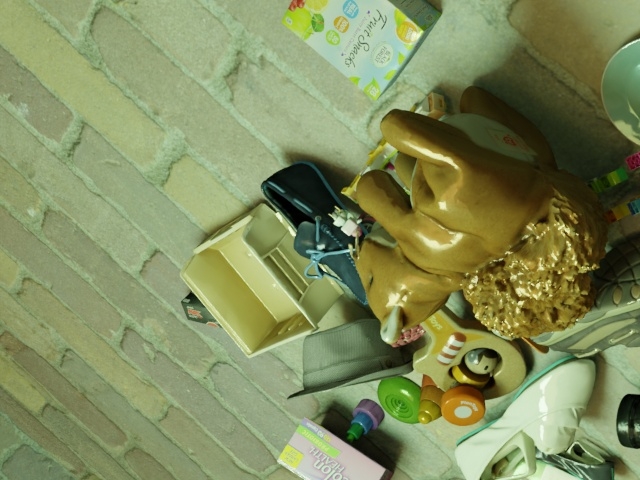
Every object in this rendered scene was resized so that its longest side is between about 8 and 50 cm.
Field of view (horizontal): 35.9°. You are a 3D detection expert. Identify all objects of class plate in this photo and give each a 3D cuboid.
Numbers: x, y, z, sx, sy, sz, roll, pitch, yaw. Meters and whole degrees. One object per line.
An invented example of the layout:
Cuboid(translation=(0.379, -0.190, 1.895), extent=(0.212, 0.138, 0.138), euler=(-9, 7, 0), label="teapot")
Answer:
Cuboid(translation=(0.484, -0.204, 1.373), extent=(0.188, 0.024, 0.188), euler=(23, 138, 23), label="plate")

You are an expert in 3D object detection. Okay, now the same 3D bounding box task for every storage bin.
Cuboid(translation=(-0.130, 0.086, 2.077), extent=(0.260, 0.123, 0.262), euler=(51, 141, -9), label="storage bin")

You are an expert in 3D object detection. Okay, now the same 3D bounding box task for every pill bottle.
Cuboid(translation=(0.616, 0.313, 1.648), extent=(0.219, 0.123, 0.123), euler=(0, 124, 40), label="pill bottle")

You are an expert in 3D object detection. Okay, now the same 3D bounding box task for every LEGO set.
Cuboid(translation=(0.459, -0.076, 1.456), extent=(0.087, 0.093, 0.227), euler=(65, 156, 4), label="LEGO set")
Cuboid(translation=(0.139, -0.121, 1.674), extent=(0.107, 0.132, 0.287), euler=(37, 109, -9), label="LEGO set")

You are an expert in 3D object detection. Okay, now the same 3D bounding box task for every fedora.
Cuboid(translation=(0.055, 0.229, 1.972), extent=(0.244, 0.275, 0.124), euler=(-27, 73, 56), label="fedora")

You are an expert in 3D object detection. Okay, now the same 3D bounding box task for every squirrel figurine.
Cuboid(translation=(0.225, 0.018, 1.499), extent=(0.397, 0.281, 0.370), euler=(35, 122, 14), label="squirrel figurine")

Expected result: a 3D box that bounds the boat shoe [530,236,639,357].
Cuboid(translation=(0.491, 0.096, 1.580), extent=(0.130, 0.132, 0.355), euler=(31, 148, -20), label="boat shoe")

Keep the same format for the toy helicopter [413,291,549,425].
Cuboid(translation=(0.252, 0.163, 1.798), extent=(0.235, 0.140, 0.355), euler=(-32, 118, 26), label="toy helicopter")

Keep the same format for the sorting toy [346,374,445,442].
Cuboid(translation=(0.165, 0.364, 2.075), extent=(0.127, 0.126, 0.365), euler=(49, 140, -7), label="sorting toy")

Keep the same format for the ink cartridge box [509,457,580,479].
Cuboid(translation=(0.480, 0.534, 1.951), extent=(0.235, 0.056, 0.171), euler=(23, 102, 25), label="ink cartridge box")

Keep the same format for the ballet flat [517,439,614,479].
Cuboid(translation=(0.474, 0.410, 1.908), extent=(0.203, 0.074, 0.074), euler=(22, 137, 33), label="ballet flat")

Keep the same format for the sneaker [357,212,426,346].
Cuboid(translation=(0.142, 0.073, 1.860), extent=(0.112, 0.121, 0.299), euler=(43, 153, 50), label="sneaker")

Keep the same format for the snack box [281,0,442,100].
Cuboid(translation=(0.061, -0.352, 1.563), extent=(0.207, 0.070, 0.174), euler=(39, 140, 2), label="snack box")

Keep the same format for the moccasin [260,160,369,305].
Cuboid(translation=(0.000, 0.000, 1.790), extent=(0.342, 0.117, 0.138), euler=(52, 152, 39), label="moccasin")

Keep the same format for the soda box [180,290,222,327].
Cuboid(translation=(-0.241, 0.163, 2.295), extent=(0.169, 0.053, 0.060), euler=(9, 130, 35), label="soda box")

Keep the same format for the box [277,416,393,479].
Cuboid(translation=(0.039, 0.513, 2.240), extent=(0.213, 0.117, 0.243), euler=(31, 172, 15), label="box")

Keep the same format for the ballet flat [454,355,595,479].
Cuboid(translation=(0.393, 0.359, 1.836), extent=(0.139, 0.139, 0.400), euler=(41, 134, 3), label="ballet flat")
